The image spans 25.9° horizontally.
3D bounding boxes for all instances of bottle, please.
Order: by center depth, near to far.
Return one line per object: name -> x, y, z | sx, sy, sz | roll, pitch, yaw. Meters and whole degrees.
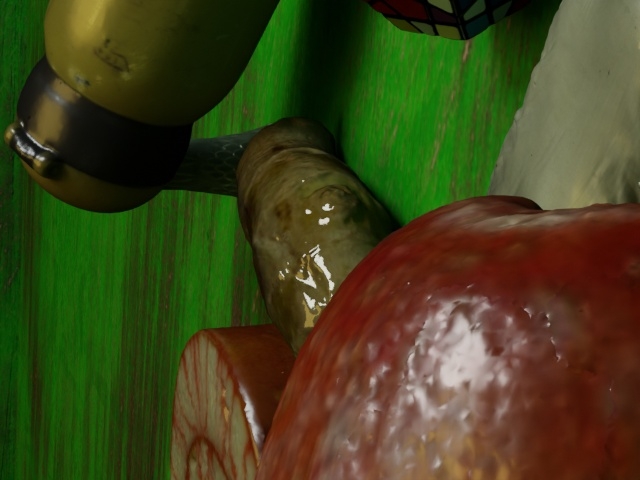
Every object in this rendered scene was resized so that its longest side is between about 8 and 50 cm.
bottle -> -0.128, -0.182, 1.087 | 0.351, 0.171, 0.171 | -60, 32, 24

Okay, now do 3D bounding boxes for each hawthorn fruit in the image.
hawthorn fruit -> 0.102, 0.117, 0.522 | 0.284, 0.284, 0.284 | 180, 90, -70

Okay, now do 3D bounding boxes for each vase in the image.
vase -> -0.113, -0.068, 1.252 | 0.081, 0.148, 0.081 | 180, 90, -70

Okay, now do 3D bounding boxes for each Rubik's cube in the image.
Rubik's cube -> 0.071, -0.179, 0.787 | 0.112, 0.133, 0.133 | 48, 141, 24

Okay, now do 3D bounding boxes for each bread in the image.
bread -> -0.042, 0.224, 1.108 | 0.295, 0.114, 0.328 | -141, 52, -65

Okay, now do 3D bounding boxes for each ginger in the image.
ginger -> 0.000, 0.000, 1.009 | 0.109, 0.116, 0.263 | -39, 33, 12

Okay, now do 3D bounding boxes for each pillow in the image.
pillow -> 0.135, -0.049, 0.702 | 0.128, 0.051, 0.229 | -113, 32, -42
